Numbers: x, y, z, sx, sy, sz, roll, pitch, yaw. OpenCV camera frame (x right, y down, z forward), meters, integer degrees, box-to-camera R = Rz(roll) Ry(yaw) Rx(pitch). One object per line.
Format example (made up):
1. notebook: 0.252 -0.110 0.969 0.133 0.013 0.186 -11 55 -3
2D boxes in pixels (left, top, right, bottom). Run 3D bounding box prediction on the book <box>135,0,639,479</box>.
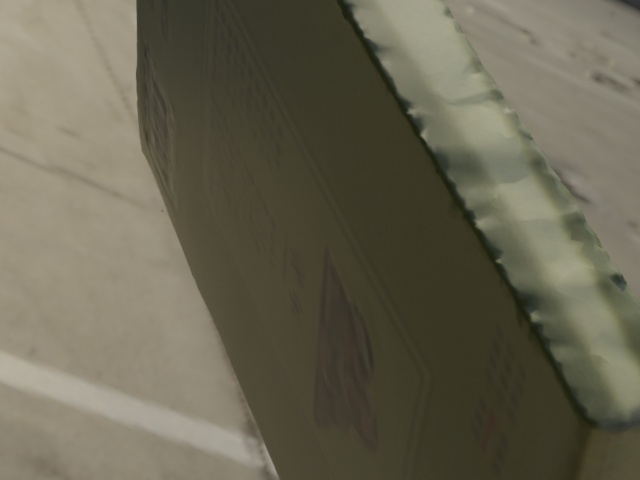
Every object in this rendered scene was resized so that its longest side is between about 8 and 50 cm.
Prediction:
1. book: 0.000 0.000 0.552 0.035 0.239 0.352 -11 47 -18
